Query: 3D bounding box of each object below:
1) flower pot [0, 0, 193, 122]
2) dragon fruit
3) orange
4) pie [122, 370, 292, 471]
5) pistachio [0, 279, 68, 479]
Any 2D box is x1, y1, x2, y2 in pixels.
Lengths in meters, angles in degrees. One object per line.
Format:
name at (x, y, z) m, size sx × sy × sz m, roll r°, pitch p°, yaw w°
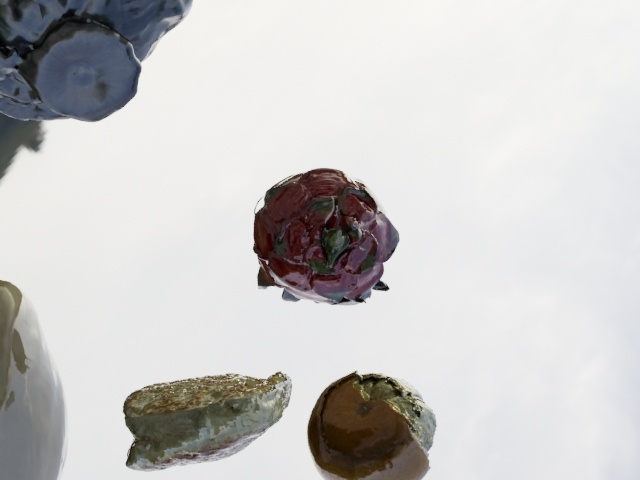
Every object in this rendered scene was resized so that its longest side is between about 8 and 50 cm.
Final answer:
flower pot at (-0.225, -0.241, 0.941) m, size 0.302 × 0.213 × 0.301 m, roll -23°, pitch -122°, yaw 42°
dragon fruit at (0.000, 0.000, 1.679) m, size 0.192 × 0.193 × 0.274 m, roll -7°, pitch 172°, yaw -12°
orange at (0.060, 0.226, 1.411) m, size 0.157 × 0.134 × 0.156 m, roll -2°, pitch -130°, yaw 3°
pie at (-0.117, 0.186, 1.289) m, size 0.179 × 0.084 × 0.205 m, roll -9°, pitch -177°, yaw 4°
pistachio at (-0.500, 0.247, 1.742) m, size 0.282 × 0.445 × 0.365 m, roll 0°, pitch -171°, yaw 12°
